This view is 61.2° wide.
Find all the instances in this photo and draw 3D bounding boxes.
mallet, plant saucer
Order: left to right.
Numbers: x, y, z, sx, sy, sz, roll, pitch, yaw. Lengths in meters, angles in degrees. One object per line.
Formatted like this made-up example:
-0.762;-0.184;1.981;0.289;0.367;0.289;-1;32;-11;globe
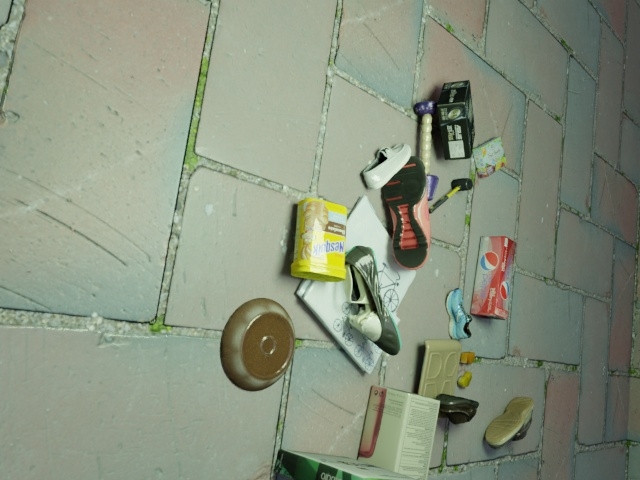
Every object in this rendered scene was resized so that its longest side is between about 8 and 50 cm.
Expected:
-0.120;0.222;1.151;0.198;0.036;0.199;2;87;-43;plant saucer
0.380;-0.134;1.638;0.189;0.062;0.039;-34;111;-23;mallet

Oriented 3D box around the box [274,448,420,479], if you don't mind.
0.092;0.514;1.149;0.232;0.322;0.059;26;69;-40;box

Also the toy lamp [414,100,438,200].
0.296;-0.249;1.527;0.080;0.080;0.275;4;85;-43;toy lamp

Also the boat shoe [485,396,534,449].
0.652;0.631;1.830;0.285;0.102;0.092;-24;101;-47;boat shoe

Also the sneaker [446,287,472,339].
0.432;0.223;1.647;0.063;0.073;0.162;-16;100;-42;sneaker

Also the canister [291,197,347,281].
0.000;0.000;1.224;0.126;0.073;0.170;12;72;-29;canister

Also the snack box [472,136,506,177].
0.566;-0.280;1.810;0.141;0.037;0.100;-31;109;-39;snack box

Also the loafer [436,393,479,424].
0.398;0.491;1.557;0.220;0.080;0.078;26;73;-47;loafer

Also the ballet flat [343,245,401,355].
0.107;0.153;1.290;0.096;0.095;0.281;-18;91;-31;ballet flat

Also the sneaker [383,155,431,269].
0.240;-0.069;1.470;0.136;0.115;0.314;31;58;-69;sneaker

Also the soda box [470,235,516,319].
0.562;0.121;1.759;0.083;0.092;0.263;23;73;-42;soda box

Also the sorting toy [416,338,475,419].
0.370;0.409;1.614;0.307;0.041;0.229;12;84;-49;sorting toy

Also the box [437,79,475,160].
0.396;-0.347;1.568;0.147;0.077;0.180;-65;146;-47;box

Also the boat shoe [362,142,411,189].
0.172;-0.210;1.424;0.184;0.066;0.063;-45;119;-24;boat shoe

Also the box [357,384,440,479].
0.198;0.504;1.384;0.148;0.126;0.232;25;72;-41;box

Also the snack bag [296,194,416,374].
0.117;0.111;1.378;0.323;0.037;0.343;53;56;-29;snack bag
